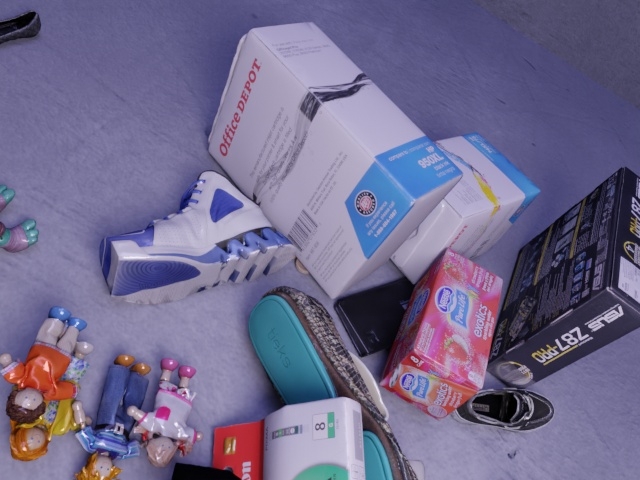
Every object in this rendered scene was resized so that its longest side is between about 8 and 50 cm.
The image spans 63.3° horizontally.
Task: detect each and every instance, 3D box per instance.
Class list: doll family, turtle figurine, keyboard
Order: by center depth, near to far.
[{"bbox_3d":[-0.283,0.216,0.651,0.263,0.118,0.163,33,38,-27],"label":"doll family"},{"bbox_3d":[-0.473,-0.057,0.664,0.118,0.234,0.175,-22,77,-2],"label":"turtle figurine"},{"bbox_3d":[0.193,0.160,0.988,0.317,0.033,0.201,-12,57,-34],"label":"keyboard"}]

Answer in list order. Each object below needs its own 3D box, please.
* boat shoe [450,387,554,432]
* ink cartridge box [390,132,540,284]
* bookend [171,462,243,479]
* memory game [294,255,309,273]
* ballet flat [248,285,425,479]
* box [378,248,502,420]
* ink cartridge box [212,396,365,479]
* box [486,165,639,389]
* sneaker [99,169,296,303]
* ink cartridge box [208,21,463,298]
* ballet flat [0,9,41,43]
[{"bbox_3d":[0.338,0.301,0.921,0.219,0.070,0.077,7,69,-20],"label":"boat shoe"},{"bbox_3d":[0.260,-0.073,1.074,0.270,0.198,0.197,-18,59,-37],"label":"ink cartridge box"},{"bbox_3d":[-0.134,0.336,0.561,0.072,0.157,0.156,17,69,-16],"label":"bookend"},{"bbox_3d":[0.000,0.000,1.017,0.186,0.012,0.186,14,51,-18],"label":"memory game"},{"bbox_3d":[0.046,0.271,0.729,0.182,0.164,0.482,19,36,-46],"label":"ballet flat"},{"bbox_3d":[0.211,0.153,0.890,0.123,0.128,0.257,31,45,1],"label":"box"},{"bbox_3d":[-0.055,0.296,0.620,0.056,0.225,0.181,47,34,-51],"label":"ink cartridge box"},{"bbox_3d":[0.490,0.071,1.019,0.097,0.318,0.395,37,46,0],"label":"box"},{"bbox_3d":[-0.210,-0.015,0.853,0.316,0.127,0.182,-8,56,-40],"label":"sneaker"},{"bbox_3d":[0.003,-0.144,0.924,0.166,0.285,0.395,-29,72,-41],"label":"ink cartridge box"},{"bbox_3d":[-0.604,-0.392,0.964,0.057,0.049,0.173,40,47,6],"label":"ballet flat"}]
